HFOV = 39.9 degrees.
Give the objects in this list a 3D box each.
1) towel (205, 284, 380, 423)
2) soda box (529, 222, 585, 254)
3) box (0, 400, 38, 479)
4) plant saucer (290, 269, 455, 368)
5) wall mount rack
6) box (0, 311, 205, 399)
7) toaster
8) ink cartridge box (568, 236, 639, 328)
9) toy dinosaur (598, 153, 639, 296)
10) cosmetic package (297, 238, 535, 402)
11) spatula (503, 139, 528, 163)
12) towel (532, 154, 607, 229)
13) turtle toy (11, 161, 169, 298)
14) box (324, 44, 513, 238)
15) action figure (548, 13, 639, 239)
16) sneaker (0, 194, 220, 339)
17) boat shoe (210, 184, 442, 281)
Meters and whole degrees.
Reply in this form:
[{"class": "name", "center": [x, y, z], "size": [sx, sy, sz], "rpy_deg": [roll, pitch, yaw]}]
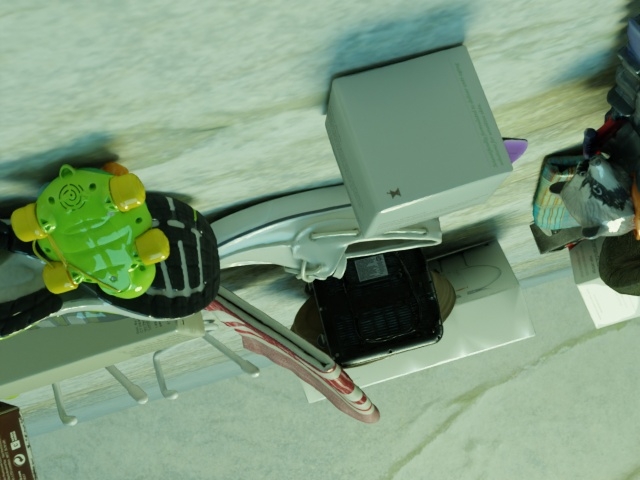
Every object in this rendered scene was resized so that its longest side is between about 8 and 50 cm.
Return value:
[{"class": "towel", "center": [-0.047, 0.146, 1.152], "size": [0.037, 0.237, 0.329], "rpy_deg": [-56, 158, -11]}, {"class": "soda box", "center": [0.432, -0.031, 1.471], "size": [0.053, 0.060, 0.169], "rpy_deg": [-10, 167, -37]}, {"class": "box", "center": [-0.614, 0.378, 1.521], "size": [0.167, 0.168, 0.203], "rpy_deg": [-17, -171, -39]}, {"class": "plant saucer", "center": [0.074, 0.109, 1.388], "size": [0.278, 0.041, 0.278], "rpy_deg": [-18, -158, 8]}, {"class": "wall mount rack", "center": [-0.281, 0.212, 1.449], "size": [0.350, 0.130, 0.304], "rpy_deg": [-8, 166, -40]}, {"class": "box", "center": [-0.279, 0.101, 0.991], "size": [0.275, 0.094, 0.113], "rpy_deg": [-17, 169, 5]}, {"class": "toaster", "center": [0.076, 0.078, 1.219], "size": [0.186, 0.168, 0.110], "rpy_deg": [-14, 172, -6]}, {"class": "ink cartridge box", "center": [0.572, 0.012, 1.504], "size": [0.273, 0.114, 0.197], "rpy_deg": [-20, -149, 20]}, {"class": "toy dinosaur", "center": [0.349, 0.001, 0.896], "size": [0.160, 0.121, 0.313], "rpy_deg": [-16, -144, 41]}, {"class": "cosmetic package", "center": [0.150, 0.128, 1.502], "size": [0.378, 0.097, 0.284], "rpy_deg": [-18, -169, 8]}, {"class": "spatula", "center": [0.111, -0.043, 1.017], "size": [0.296, 0.030, 0.084], "rpy_deg": [-26, 168, 40]}, {"class": "towel", "center": [0.429, -0.061, 1.193], "size": [0.272, 0.040, 0.370], "rpy_deg": [-1, 172, 11]}, {"class": "turtle toy", "center": [-0.160, -0.004, 0.647], "size": [0.095, 0.066, 0.130], "rpy_deg": [-17, 126, 1]}, {"class": "box", "center": [0.066, -0.069, 0.635], "size": [0.102, 0.101, 0.087], "rpy_deg": [-17, 169, -6]}, {"class": "action figure", "center": [0.347, -0.100, 0.727], "size": [0.330, 0.178, 0.341], "rpy_deg": [-30, 166, 20]}, {"class": "sneaker", "center": [-0.215, 0.023, 0.734], "size": [0.300, 0.111, 0.121], "rpy_deg": [-1, 175, -43]}, {"class": "boat shoe", "center": [0.000, 0.000, 0.913], "size": [0.268, 0.088, 0.096], "rpy_deg": [-13, 169, -20]}]
